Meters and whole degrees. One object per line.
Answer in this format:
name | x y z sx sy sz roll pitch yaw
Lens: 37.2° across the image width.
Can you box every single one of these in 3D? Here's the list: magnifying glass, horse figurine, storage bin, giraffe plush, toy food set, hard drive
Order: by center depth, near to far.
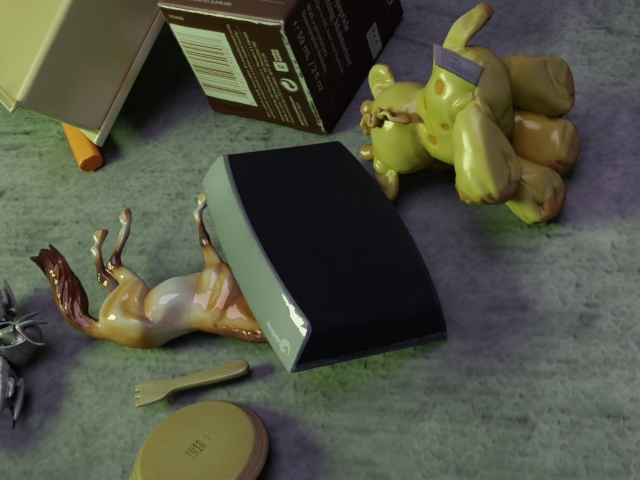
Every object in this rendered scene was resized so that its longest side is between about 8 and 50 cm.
toy food set | -0.106 0.194 0.828 0.132 0.039 0.192 -15 39 5
hard drive | 0.000 0.000 0.887 0.172 0.054 0.255 -9 46 -22
giraffe plush | 0.121 -0.107 0.911 0.170 0.210 0.181 -13 50 50
horse figurine | -0.147 0.042 0.931 0.263 0.066 0.175 -10 60 2
storage bin | -0.304 -0.294 1.108 0.260 0.123 0.262 40 106 39
magnifying glass | -0.314 -0.163 1.179 0.092 0.026 0.231 -29 51 -4

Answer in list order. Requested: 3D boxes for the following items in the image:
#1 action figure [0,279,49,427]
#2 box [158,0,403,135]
action figure | -0.403 0.128 0.942 0.285 0.099 0.185 -18 45 1
box | -0.037 -0.257 1.060 0.167 0.168 0.203 16 61 30
